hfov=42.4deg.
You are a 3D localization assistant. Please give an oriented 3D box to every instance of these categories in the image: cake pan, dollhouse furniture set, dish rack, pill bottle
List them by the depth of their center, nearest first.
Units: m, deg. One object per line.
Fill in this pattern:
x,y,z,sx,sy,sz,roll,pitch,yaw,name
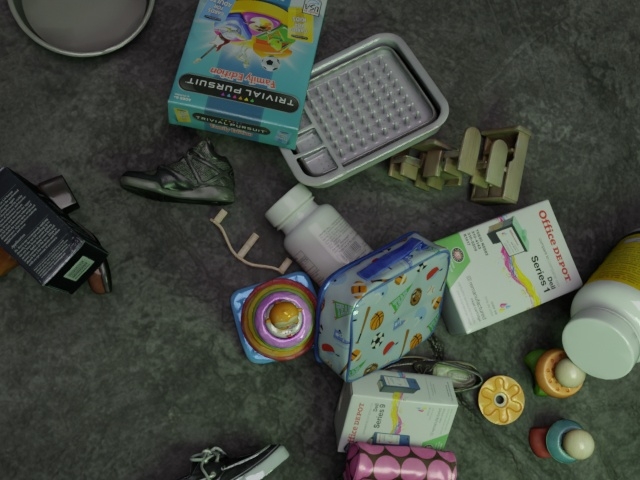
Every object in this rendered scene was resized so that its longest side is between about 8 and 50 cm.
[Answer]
0.623,0.125,1.658,0.334,0.188,0.188,-38,90,-38,pill bottle
0.000,0.000,1.658,0.131,0.131,0.229,-43,91,-12,pill bottle
0.067,-0.255,1.673,0.333,0.072,0.285,-27,58,-1,dish rack
-0.486,-0.508,1.686,0.293,0.054,0.293,1,82,-10,cake pan
0.302,-0.183,1.700,0.242,0.212,0.160,18,80,-33,dollhouse furniture set

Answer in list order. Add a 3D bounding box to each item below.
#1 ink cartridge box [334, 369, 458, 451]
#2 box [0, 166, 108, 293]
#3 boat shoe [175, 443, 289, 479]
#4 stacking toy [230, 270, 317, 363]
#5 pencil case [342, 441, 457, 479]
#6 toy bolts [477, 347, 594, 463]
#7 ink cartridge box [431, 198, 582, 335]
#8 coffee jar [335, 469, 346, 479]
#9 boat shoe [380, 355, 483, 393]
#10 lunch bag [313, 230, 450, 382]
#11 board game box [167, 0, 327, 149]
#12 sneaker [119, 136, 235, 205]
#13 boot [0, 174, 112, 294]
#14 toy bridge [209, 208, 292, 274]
0.144,0.342,1.622,0.213,0.093,0.154,9,120,-7,ink cartridge box
-0.507,-0.015,1.483,0.207,0.153,0.108,41,84,9,box
-0.211,0.452,1.574,0.306,0.113,0.104,-29,82,3,boat shoe
-0.070,0.144,1.538,0.175,0.302,0.165,-17,85,-8,stacking toy
0.150,0.436,1.574,0.210,0.095,0.098,10,125,-12,pencil case
0.456,0.350,1.672,0.218,0.158,0.228,-20,86,-11,toy bolts
0.373,0.056,1.719,0.278,0.117,0.201,-20,86,-12,ink cartridge box
0.028,0.529,1.617,0.184,0.079,0.096,-34,88,-13,coffee jar
0.224,0.276,1.687,0.224,0.073,0.080,3,82,-9,boat shoe
0.123,0.116,1.581,0.303,0.243,0.115,-28,44,-36,lunch bag
-0.140,-0.365,1.653,0.254,0.079,0.335,12,63,-2,board game box
-0.284,-0.142,1.656,0.228,0.087,0.130,3,80,-12,sneaker
-0.567,0.041,1.577,0.281,0.096,0.264,-29,88,-11,boot
-0.150,0.012,1.685,0.188,0.026,0.063,36,79,-3,toy bridge
